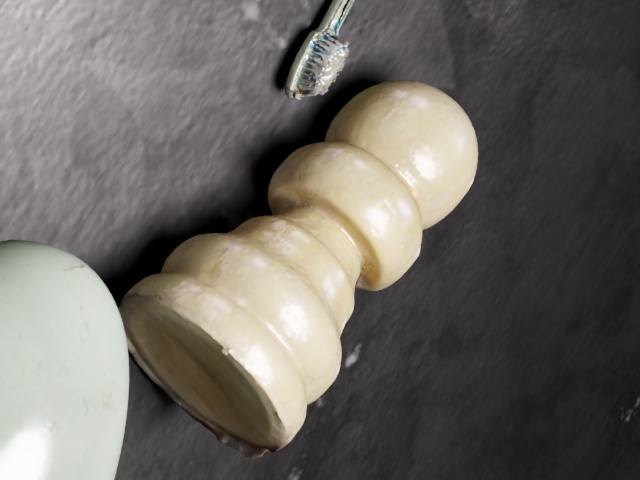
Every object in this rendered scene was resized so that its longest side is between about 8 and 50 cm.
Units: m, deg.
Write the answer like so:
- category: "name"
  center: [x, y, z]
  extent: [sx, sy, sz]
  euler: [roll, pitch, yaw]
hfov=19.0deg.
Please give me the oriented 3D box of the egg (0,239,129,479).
- category: "egg"
  center: [-0.203, 0.119, 1.037]
  extent: [0.183, 0.183, 0.264]
  euler: [45, 69, -47]

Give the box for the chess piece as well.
- category: "chess piece"
  center: [0.000, 0.000, 1.233]
  extent: [0.261, 0.142, 0.143]
  euler: [-49, 137, -25]

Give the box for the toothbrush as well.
- category: "toothbrush"
  center: [0.054, -0.218, 1.240]
  extent: [0.026, 0.028, 0.294]
  euler: [36, 78, -49]
